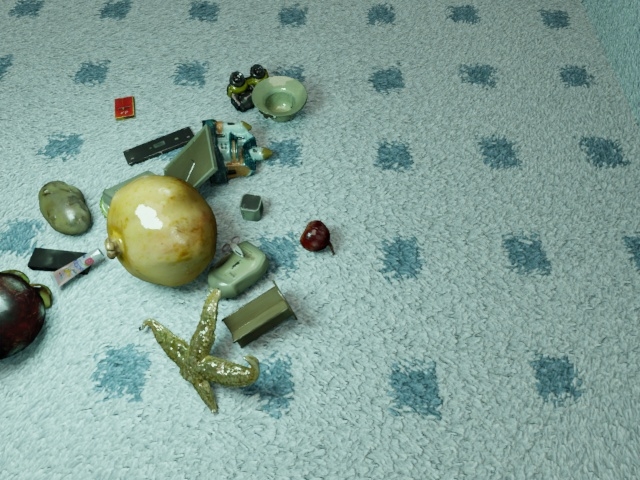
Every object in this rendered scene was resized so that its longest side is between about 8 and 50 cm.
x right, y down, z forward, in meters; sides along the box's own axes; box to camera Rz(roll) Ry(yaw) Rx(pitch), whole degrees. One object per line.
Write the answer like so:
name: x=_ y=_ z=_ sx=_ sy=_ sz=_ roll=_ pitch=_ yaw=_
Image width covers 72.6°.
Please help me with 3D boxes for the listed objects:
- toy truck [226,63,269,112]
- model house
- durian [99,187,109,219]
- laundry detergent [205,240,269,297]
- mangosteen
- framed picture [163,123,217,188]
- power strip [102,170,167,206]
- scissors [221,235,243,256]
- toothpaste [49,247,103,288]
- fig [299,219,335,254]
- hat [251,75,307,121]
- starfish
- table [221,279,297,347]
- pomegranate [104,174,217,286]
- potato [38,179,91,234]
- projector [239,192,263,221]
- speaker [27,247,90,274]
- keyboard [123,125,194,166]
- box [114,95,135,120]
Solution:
toy truck: x=-0.334 y=-0.720 z=2.084 sx=0.224 sy=0.147 sz=0.166 roll=-30 pitch=89 yaw=-19
model house: x=-0.350 y=-0.394 z=1.876 sx=0.290 sy=0.185 sz=0.254 roll=-5 pitch=58 yaw=-9
durian: x=-0.779 y=-0.118 z=1.759 sx=0.220 sy=0.095 sz=0.137 roll=24 pitch=99 yaw=9
laundry detergent: x=-0.327 y=0.122 z=1.629 sx=0.181 sy=0.091 sz=0.253 roll=35 pitch=66 yaw=31
mangosteen: x=-1.082 y=0.244 z=1.448 sx=0.329 sy=0.330 sz=0.331 roll=0 pitch=61 yaw=-1
framed picture: x=-0.539 y=-0.292 z=1.780 sx=0.324 sy=0.020 sz=0.241 roll=-36 pitch=57 yaw=29
power strip: x=-0.726 y=-0.212 z=1.748 sx=0.093 sy=0.053 sz=0.288 roll=29 pitch=41 yaw=13
scissors: x=-0.320 y=0.030 z=1.635 sx=0.085 sy=0.022 sz=0.176 roll=-40 pitch=30 yaw=-11
toothpaste: x=-0.904 y=0.096 z=1.618 sx=0.194 sy=0.043 sz=0.067 roll=-35 pitch=73 yaw=-11
fig: x=-0.015 y=-0.004 z=1.694 sx=0.128 sy=0.128 sz=0.151 roll=-27 pitch=70 yaw=-15
hat: x=-0.184 y=-0.628 z=2.027 sx=0.256 sy=0.130 sz=0.258 roll=0 pitch=61 yaw=0
starfish: x=-0.399 y=0.346 z=1.454 sx=0.324 sy=0.082 sz=0.432 roll=-46 pitch=68 yaw=12
table: x=-0.217 y=0.268 z=1.530 sx=0.226 sy=0.167 sz=0.167 roll=-32 pitch=66 yaw=-7
pomegranate: x=-0.571 y=-0.036 z=1.542 sx=0.410 sy=0.412 sz=0.412 roll=0 pitch=61 yaw=-1
potato: x=-1.013 y=-0.126 z=1.725 sx=0.164 sy=0.165 sz=0.262 roll=-29 pitch=62 yaw=-16
projector: x=-0.281 y=-0.135 z=1.780 sx=0.083 sy=0.082 sz=0.084 roll=9 pitch=62 yaw=4
speaker: x=-0.993 y=0.081 z=1.669 sx=0.217 sy=0.044 sz=0.082 roll=6 pitch=61 yaw=2
keyboard: x=-0.721 y=-0.422 z=1.964 sx=0.316 sy=0.027 sz=0.106 roll=-25 pitch=61 yaw=-14
box: x=-0.932 y=-0.629 z=2.077 sx=0.090 sy=0.023 sz=0.134 roll=-12 pitch=61 yaw=-5
